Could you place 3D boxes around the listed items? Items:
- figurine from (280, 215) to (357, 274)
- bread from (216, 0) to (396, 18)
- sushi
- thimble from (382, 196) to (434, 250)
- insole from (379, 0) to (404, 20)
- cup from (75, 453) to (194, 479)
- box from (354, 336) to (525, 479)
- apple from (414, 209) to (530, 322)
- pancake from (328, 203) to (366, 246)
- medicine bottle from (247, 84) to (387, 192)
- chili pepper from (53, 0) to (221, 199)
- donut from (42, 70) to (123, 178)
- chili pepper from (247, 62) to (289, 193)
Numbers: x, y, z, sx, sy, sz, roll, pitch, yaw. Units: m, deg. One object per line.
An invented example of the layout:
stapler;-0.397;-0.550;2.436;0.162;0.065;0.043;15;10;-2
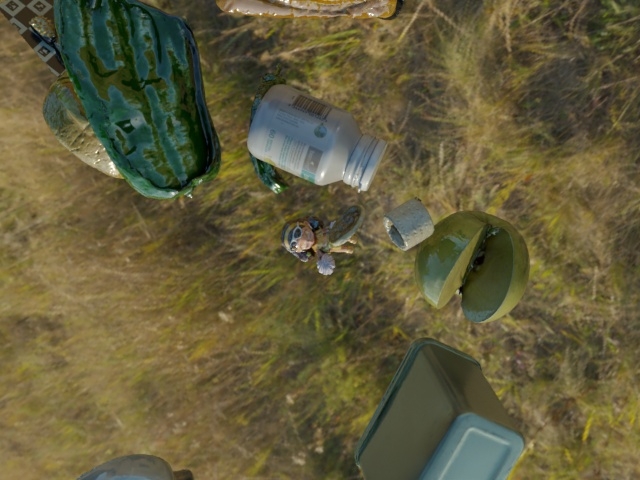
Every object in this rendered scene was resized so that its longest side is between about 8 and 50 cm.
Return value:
figurine;-0.002;-0.001;2.120;0.116;0.240;0.174;-128;52;-65
bread;-0.022;-0.383;1.036;0.077;0.271;0.139;101;162;-46
sushi;-0.595;-0.496;1.680;0.279;0.193;0.043;52;156;2
thimble;0.207;-0.039;1.678;0.102;0.090;0.115;62;171;-20
insole;0.119;-0.571;1.511;0.119;0.009;0.348;22;167;17
cup;-0.292;0.405;0.952;0.227;0.257;0.301;-116;33;-53
box;0.237;0.434;1.498;0.177;0.344;0.351;25;101;-12
apple;0.385;0.061;1.816;0.292;0.292;0.254;32;114;28
pancake;0.072;-0.041;1.935;0.022;0.139;0.139;39;148;-21
medicine bottle;-0.002;-0.166;1.213;0.215;0.135;0.135;24;137;5
chili pepper;-0.297;-0.248;1.197;0.167;0.213;0.384;2;117;65
donut;-0.466;-0.245;1.536;0.261;0.208;0.128;38;113;-24
chili pepper;-0.092;-0.238;1.392;0.065;0.122;0.278;0;78;15
